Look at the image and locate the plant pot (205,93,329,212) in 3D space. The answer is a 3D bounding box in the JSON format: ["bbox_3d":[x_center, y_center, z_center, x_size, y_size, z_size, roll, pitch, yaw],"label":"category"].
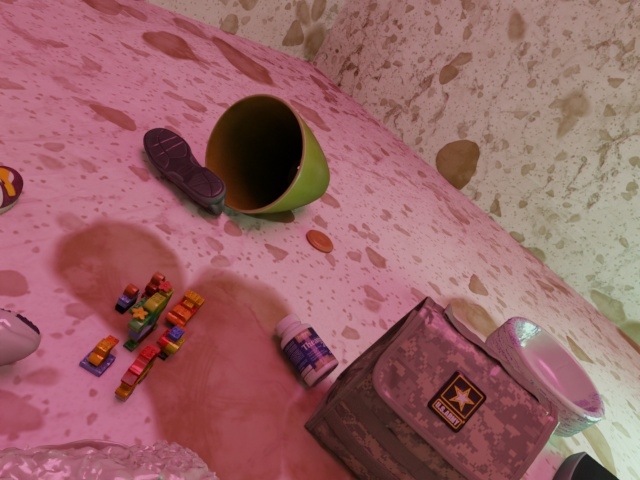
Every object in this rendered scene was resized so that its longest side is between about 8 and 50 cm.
[{"bbox_3d":[-0.093,-0.187,1.046,0.275,0.275,0.293,48,16,21],"label":"plant pot"}]

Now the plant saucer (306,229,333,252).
[{"bbox_3d":[0.000,0.000,1.083,0.083,0.013,0.083,26,31,-17],"label":"plant saucer"}]

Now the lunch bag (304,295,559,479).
[{"bbox_3d":[0.158,0.251,0.603,0.235,0.287,0.169,42,29,9],"label":"lunch bag"}]

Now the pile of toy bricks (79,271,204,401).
[{"bbox_3d":[-0.241,0.105,0.578,0.118,0.105,0.212,34,29,-4],"label":"pile of toy bricks"}]

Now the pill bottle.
[{"bbox_3d":[-0.028,0.191,0.718,0.120,0.067,0.067,49,31,22],"label":"pill bottle"}]

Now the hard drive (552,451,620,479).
[{"bbox_3d":[0.566,0.543,0.818,0.254,0.054,0.172,-5,35,-48],"label":"hard drive"}]

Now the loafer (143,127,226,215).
[{"bbox_3d":[-0.316,-0.154,0.929,0.096,0.084,0.267,-36,67,-27],"label":"loafer"}]

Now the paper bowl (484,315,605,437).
[{"bbox_3d":[0.534,0.345,1.008,0.284,0.148,0.284,27,30,-17],"label":"paper bowl"}]

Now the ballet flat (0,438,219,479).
[{"bbox_3d":[-0.287,0.236,0.349,0.408,0.147,0.147,20,33,-32],"label":"ballet flat"}]

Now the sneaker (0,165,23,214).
[{"bbox_3d":[-0.501,-0.077,0.589,0.069,0.084,0.186,26,31,-17],"label":"sneaker"}]

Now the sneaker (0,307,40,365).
[{"bbox_3d":[-0.401,0.143,0.366,0.234,0.094,0.153,11,39,-38],"label":"sneaker"}]
